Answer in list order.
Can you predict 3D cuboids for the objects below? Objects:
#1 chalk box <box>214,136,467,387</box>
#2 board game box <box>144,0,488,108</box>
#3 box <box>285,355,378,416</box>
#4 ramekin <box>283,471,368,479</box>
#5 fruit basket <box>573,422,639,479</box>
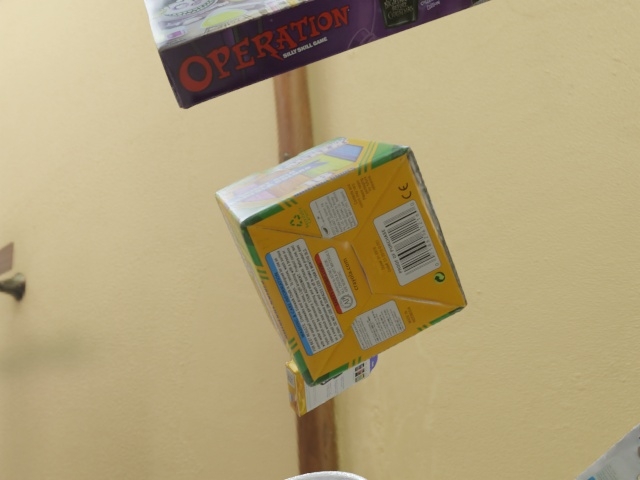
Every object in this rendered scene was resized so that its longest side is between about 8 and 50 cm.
[{"bbox_3d":[0.000,0.000,0.751,0.180,0.179,0.289,67,-10,-15],"label":"chalk box"},{"bbox_3d":[0.037,-0.216,0.513,0.347,0.056,0.208,-21,-146,-5],"label":"board game box"},{"bbox_3d":[0.018,0.169,0.896,0.028,0.136,0.081,35,-40,42],"label":"box"},{"bbox_3d":[-0.027,0.478,1.002,0.277,0.277,0.135,-10,-81,38],"label":"ramekin"},{"bbox_3d":[0.386,0.336,0.631,0.165,0.353,0.327,-28,-119,-15],"label":"fruit basket"}]
